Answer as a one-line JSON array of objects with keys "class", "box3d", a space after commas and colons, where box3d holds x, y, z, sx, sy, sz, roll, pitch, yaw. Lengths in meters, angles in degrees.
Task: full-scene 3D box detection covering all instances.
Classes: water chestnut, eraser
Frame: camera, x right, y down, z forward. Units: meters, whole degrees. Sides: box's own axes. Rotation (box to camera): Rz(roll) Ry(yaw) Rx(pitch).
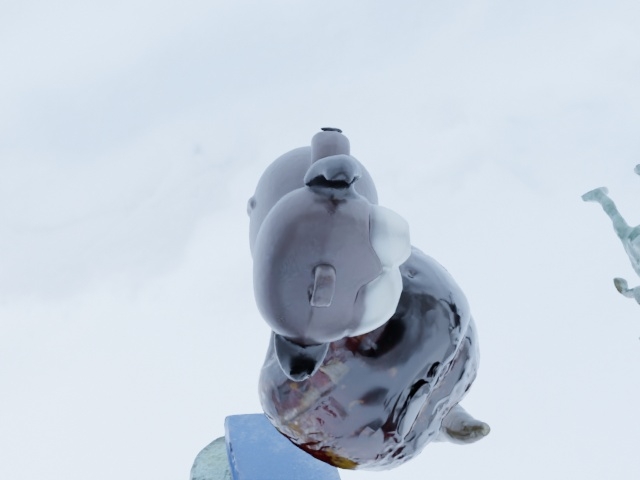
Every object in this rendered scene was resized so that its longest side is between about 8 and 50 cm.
[{"class": "water chestnut", "box3d": [0.052, 0.123, 1.078, 0.289, 0.244, 0.289, -30, 136, -33]}, {"class": "eraser", "box3d": [-0.038, 0.337, 1.190, 0.144, 0.312, 0.043, 0, 118, -14]}]

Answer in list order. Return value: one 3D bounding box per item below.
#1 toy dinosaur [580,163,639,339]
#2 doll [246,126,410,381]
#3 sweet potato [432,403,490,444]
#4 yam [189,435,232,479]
[{"class": "toy dinosaur", "box3d": [0.392, -0.018, 1.071, 0.092, 0.205, 0.393, -13, 148, -4]}, {"class": "doll", "box3d": [-0.002, -0.001, 0.763, 0.117, 0.257, 0.182, 6, 107, -12]}, {"class": "sweet potato", "box3d": [0.161, 0.257, 1.305, 0.077, 0.243, 0.077, -4, 98, -33]}, {"class": "yam", "box3d": [-0.139, 0.453, 1.342, 0.133, 0.133, 0.330, 5, 105, -9]}]
